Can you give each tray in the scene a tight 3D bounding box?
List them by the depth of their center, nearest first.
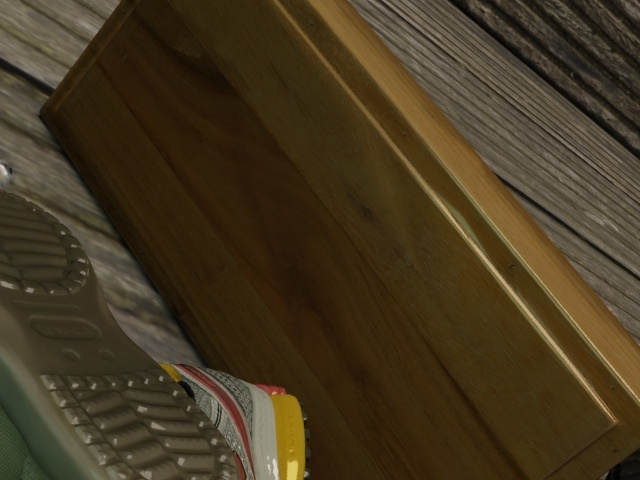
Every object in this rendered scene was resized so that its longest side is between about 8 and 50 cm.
[{"bbox_3d":[0.000,0.000,0.609,0.411,0.203,0.076,53,25,20],"label":"tray"}]

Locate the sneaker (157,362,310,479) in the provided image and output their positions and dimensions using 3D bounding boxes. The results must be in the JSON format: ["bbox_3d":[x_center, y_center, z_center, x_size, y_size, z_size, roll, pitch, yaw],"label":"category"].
[{"bbox_3d":[-0.056,0.140,0.450,0.092,0.088,0.225,25,21,-21],"label":"sneaker"}]

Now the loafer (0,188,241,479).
[{"bbox_3d":[-0.140,0.055,0.431,0.102,0.092,0.268,17,20,-47],"label":"loafer"}]

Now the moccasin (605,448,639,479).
[{"bbox_3d":[0.288,0.244,0.763,0.380,0.139,0.147,-6,92,-68],"label":"moccasin"}]
